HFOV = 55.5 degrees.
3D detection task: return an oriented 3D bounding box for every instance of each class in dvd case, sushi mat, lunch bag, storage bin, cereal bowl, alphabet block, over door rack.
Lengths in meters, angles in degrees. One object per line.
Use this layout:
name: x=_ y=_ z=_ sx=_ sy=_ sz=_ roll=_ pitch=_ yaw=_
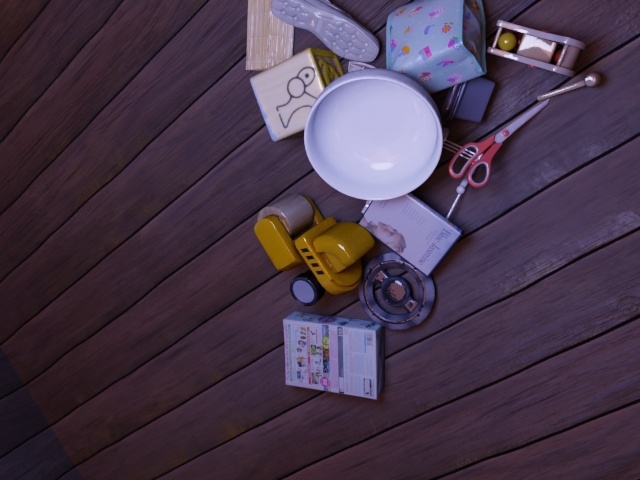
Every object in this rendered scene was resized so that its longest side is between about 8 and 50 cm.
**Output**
dvd case: x=0.239 y=-0.033 z=1.654 sx=0.253 sy=0.022 sz=0.180 roll=37 pitch=129 yaw=9
sushi mat: x=-0.141 y=-0.647 z=1.743 sx=0.151 sy=0.019 sz=0.317 roll=11 pitch=107 yaw=23
lunch bag: x=0.284 y=-0.506 z=1.494 sx=0.223 sy=0.160 sz=0.263 roll=-14 pitch=58 yaw=37
storage bin: x=0.378 y=-0.367 z=1.552 sx=0.091 sy=0.098 sz=0.135 roll=15 pitch=111 yaw=-9
cereal bowl: x=0.134 y=-0.274 z=1.503 sx=0.338 sy=0.141 sz=0.339 roll=6 pitch=129 yaw=8
alphabet block: x=-0.042 y=-0.396 z=1.667 sx=0.197 sy=0.193 sz=0.193 roll=-17 pitch=97 yaw=26
over door rack: x=0.268 y=-0.151 z=1.639 sx=0.239 sy=0.108 sz=0.324 roll=29 pitch=113 yaw=16

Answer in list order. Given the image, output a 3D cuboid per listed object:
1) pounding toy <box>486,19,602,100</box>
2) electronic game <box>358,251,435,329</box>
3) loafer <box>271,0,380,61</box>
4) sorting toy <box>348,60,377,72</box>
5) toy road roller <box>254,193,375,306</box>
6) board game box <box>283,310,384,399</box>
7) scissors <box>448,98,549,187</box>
pounding toy: x=0.523 y=-0.409 z=1.433 sx=0.269 sy=0.154 sz=0.155 roll=23 pitch=111 yaw=18
electronic game: x=0.220 y=0.147 z=1.768 sx=0.229 sy=0.048 sz=0.230 roll=3 pitch=97 yaw=22
loafer: x=0.023 y=-0.591 z=1.636 sx=0.319 sy=0.111 sz=0.112 roll=30 pitch=138 yaw=-4
sorting toy: x=0.115 y=-0.445 z=1.671 sx=0.083 sy=0.045 sz=0.075 roll=24 pitch=119 yaw=16
toy road roller: x=0.000 y=0.000 z=1.720 sx=0.240 sy=0.202 sz=0.330 roll=-33 pitch=92 yaw=40
board game box: x=0.041 y=0.349 z=1.874 sx=0.303 sy=0.097 sz=0.224 roll=4 pitch=104 yaw=22
scissors: x=0.442 y=-0.263 z=1.524 sx=0.109 sy=0.021 sz=0.297 roll=38 pitch=96 yaw=7
